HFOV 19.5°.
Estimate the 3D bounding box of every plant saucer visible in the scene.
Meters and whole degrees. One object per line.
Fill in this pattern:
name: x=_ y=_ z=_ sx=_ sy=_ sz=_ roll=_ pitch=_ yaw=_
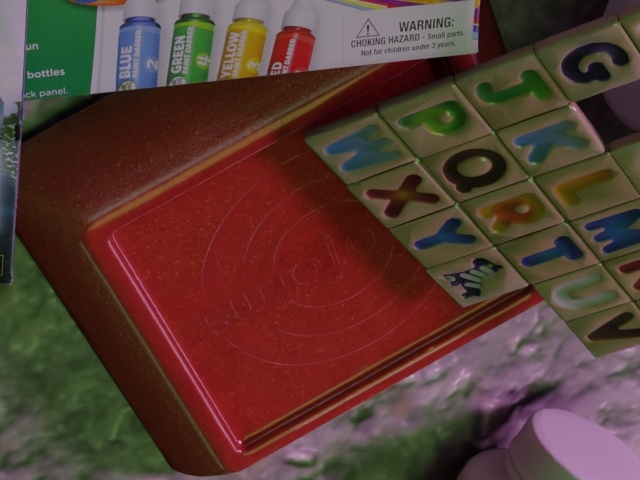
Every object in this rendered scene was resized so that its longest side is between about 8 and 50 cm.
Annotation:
plant saucer: x=0.000 y=0.000 z=0.941 sx=0.258 sy=0.047 sz=0.259 roll=-29 pitch=135 yaw=-3

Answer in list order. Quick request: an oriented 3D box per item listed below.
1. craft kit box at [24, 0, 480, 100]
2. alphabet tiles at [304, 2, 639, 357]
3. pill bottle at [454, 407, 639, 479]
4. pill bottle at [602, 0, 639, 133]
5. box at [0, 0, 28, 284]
craft kit box: x=-0.053 y=-0.178 z=0.747 sx=0.250 sy=0.061 sz=0.246 roll=-8 pitch=125 yaw=-10
alphabet tiles: x=0.137 y=-0.017 z=0.899 sx=0.198 sy=0.009 sz=0.237 roll=-20 pitch=138 yaw=25
pill bottle: x=0.110 y=0.209 z=1.123 sx=0.117 sy=0.117 sz=0.215 roll=12 pitch=118 yaw=-35
pill bottle: x=0.274 y=-0.065 z=0.977 sx=0.265 sy=0.153 sz=0.153 roll=24 pitch=110 yaw=-39
box: x=-0.235 y=-0.060 z=0.731 sx=0.233 sy=0.044 sz=0.159 roll=2 pitch=127 yaw=-12
